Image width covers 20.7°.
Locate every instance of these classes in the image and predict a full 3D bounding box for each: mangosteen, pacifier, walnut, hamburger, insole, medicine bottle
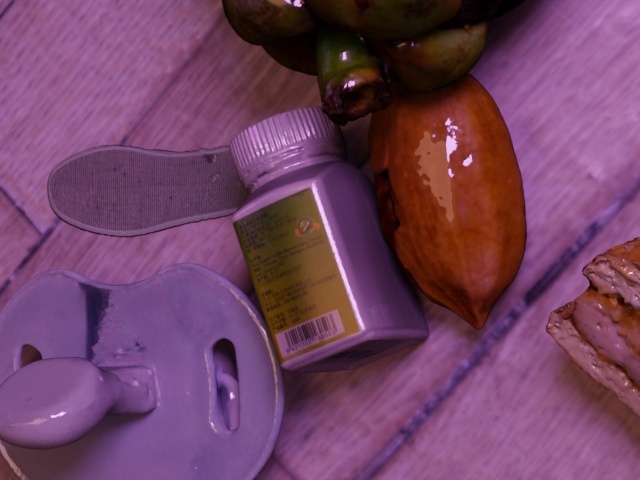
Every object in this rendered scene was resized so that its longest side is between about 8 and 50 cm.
[{"bbox_3d":[0.053,-0.252,1.241,0.300,0.300,0.300,-1,87,24],"label":"mangosteen"},{"bbox_3d":[-0.171,0.133,1.369,0.279,0.207,0.227,-4,87,24],"label":"pacifier"},{"bbox_3d":[0.097,-0.034,1.315,0.115,0.116,0.207,-15,89,23],"label":"walnut"},{"bbox_3d":[0.297,0.091,1.203,0.262,0.131,0.124,43,139,14],"label":"hamburger"},{"bbox_3d":[-0.132,-0.045,1.470,0.232,0.003,0.080,-3,87,24],"label":"insole"},{"bbox_3d":[0.000,0.000,1.339,0.088,0.132,0.188,-24,77,23],"label":"medicine bottle"}]
